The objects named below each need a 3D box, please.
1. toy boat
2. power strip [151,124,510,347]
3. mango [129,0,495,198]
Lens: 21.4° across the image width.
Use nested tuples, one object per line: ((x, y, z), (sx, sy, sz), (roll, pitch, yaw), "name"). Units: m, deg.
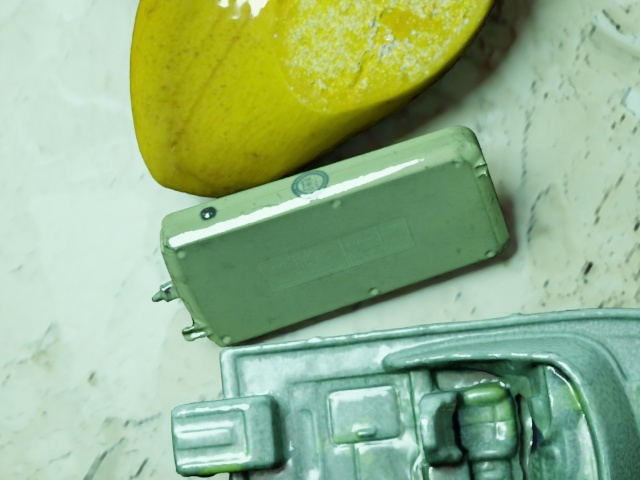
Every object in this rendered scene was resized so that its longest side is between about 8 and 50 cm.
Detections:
((0.097, 0.102, 0.743), (0.319, 0.092, 0.141), (-7, 84, 8), "toy boat")
((0.000, 0.000, 0.785), (0.169, 0.076, 0.028), (-17, 42, 6), "power strip")
((-0.007, -0.111, 0.786), (0.141, 0.102, 0.217), (36, 95, -13), "mango")
